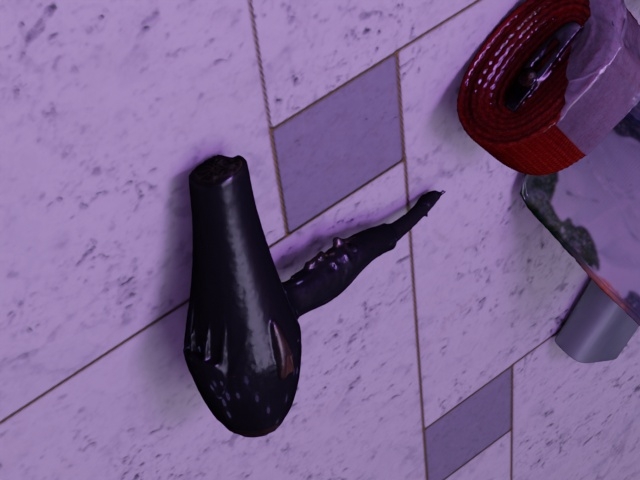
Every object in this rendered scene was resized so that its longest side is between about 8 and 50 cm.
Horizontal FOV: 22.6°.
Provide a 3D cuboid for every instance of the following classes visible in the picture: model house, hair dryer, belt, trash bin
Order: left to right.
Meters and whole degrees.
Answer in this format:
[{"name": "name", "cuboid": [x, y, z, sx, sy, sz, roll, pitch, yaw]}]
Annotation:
[{"name": "hair dryer", "cuboid": [0.000, 0.000, 1.555, 0.359, 0.120, 0.304, -34, 132, -37]}, {"name": "belt", "cuboid": [0.237, -0.158, 1.590, 0.201, 0.128, 0.124, -47, 148, 7]}, {"name": "trash bin", "cuboid": [0.377, 0.090, 2.070, 0.116, 0.059, 0.130, 0, 126, -48]}, {"name": "model house", "cuboid": [0.412, -0.057, 1.803, 0.301, 0.271, 0.190, -28, 161, -52]}]
